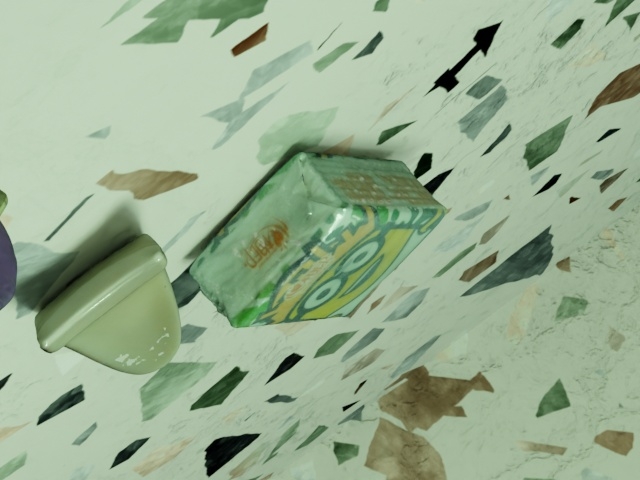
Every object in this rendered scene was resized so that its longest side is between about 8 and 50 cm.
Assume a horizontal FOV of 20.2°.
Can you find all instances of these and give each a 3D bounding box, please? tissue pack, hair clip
[{"bbox_3d":[0.000,0.000,2.341,0.228,0.128,0.311,-47,161,20],"label":"tissue pack"},{"bbox_3d":[-0.241,0.074,2.108,0.172,0.113,0.282,-38,157,-2],"label":"hair clip"}]

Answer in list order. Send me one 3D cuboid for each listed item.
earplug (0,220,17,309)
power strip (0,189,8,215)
[{"bbox_3d":[-0.485,0.107,1.542,0.456,0.215,0.215,-41,163,19],"label":"earplug"},{"bbox_3d":[-0.339,-0.011,1.668,0.169,0.028,0.076,-8,-129,62],"label":"power strip"}]
